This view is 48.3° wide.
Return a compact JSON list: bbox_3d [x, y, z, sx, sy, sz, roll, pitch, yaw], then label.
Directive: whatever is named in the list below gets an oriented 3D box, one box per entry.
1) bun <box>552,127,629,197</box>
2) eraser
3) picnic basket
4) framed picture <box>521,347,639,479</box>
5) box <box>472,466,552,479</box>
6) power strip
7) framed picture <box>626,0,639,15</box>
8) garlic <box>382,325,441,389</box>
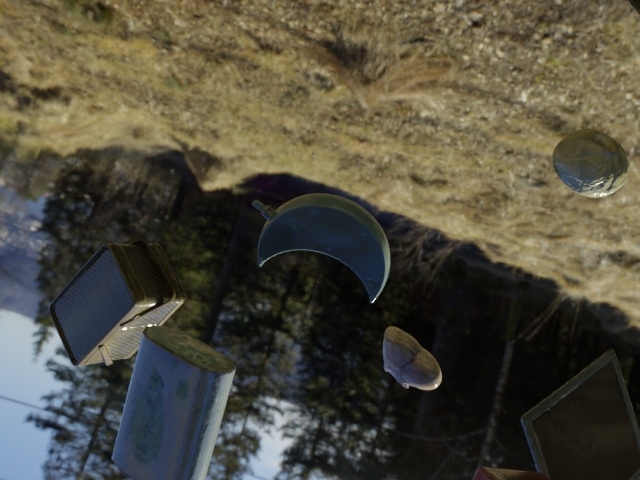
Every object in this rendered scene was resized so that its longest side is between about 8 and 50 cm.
[{"bbox_3d":[0.306,-0.090,0.797,0.086,0.086,0.055,19,150,-7],"label":"bun"},{"bbox_3d":[-0.233,0.269,1.116,0.174,0.227,0.081,22,-166,26],"label":"eraser"},{"bbox_3d":[-0.423,0.131,1.490,0.266,0.165,0.139,-43,156,25],"label":"picnic basket"},{"bbox_3d":[0.446,0.339,1.191,0.293,0.231,0.018,-20,-177,-39],"label":"framed picture"},{"bbox_3d":[0.268,0.385,1.008,0.156,0.111,0.060,18,-176,-33],"label":"box"},{"bbox_3d":[0.000,0.000,1.187,0.253,0.168,0.054,20,-150,3],"label":"power strip"},{"bbox_3d":[0.517,-0.376,1.062,0.109,0.149,0.011,-30,126,22],"label":"framed picture"},{"bbox_3d":[0.215,0.279,1.683,0.174,0.099,0.124,38,156,20],"label":"garlic"}]
